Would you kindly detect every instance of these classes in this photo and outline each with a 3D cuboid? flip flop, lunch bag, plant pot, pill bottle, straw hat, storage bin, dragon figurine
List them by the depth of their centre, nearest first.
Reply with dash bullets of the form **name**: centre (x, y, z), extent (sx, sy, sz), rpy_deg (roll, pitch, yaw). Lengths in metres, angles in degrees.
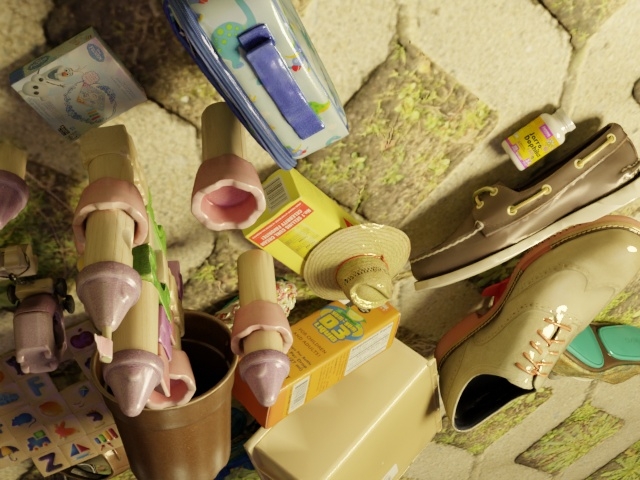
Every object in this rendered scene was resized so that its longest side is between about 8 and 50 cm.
- **lunch bag**: centre (-0.060, -0.174, 0.769), extent (0.090, 0.176, 0.219), rpy_deg (-29, 143, 6)
- **plant pot**: centre (-0.174, 0.195, 1.073), extent (0.167, 0.167, 0.165), rpy_deg (-12, 128, -15)
- **straw hat**: centre (0.053, 0.048, 1.085), extent (0.144, 0.061, 0.144), rpy_deg (-15, 141, -13)
- **pill bottle**: centre (0.264, -0.124, 1.104), extent (0.083, 0.043, 0.043), rpy_deg (-35, 141, 13)
- **flip flop**: centre (-0.318, 0.289, 1.250), extent (0.277, 0.080, 0.112), rpy_deg (20, 124, -41)
- **storage bin**: centre (0.047, 0.290, 1.323), extent (0.262, 0.123, 0.260), rpy_deg (-45, 148, -22)
- **dragon figurine**: centre (-0.137, 0.300, 1.325), extent (0.289, 0.085, 0.144), rpy_deg (-21, 148, -30)

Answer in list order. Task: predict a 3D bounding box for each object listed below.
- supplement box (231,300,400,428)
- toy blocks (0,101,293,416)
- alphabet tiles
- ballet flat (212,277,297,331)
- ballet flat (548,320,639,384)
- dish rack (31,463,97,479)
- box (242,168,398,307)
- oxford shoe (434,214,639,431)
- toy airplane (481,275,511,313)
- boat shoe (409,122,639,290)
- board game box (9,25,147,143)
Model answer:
- **supplement box**: centre (-0.004, 0.145, 1.187), extent (0.233, 0.078, 0.080), rpy_deg (-28, 145, -37)
- **toy blocks**: centre (-0.189, 0.069, 0.872), extent (0.309, 0.260, 0.288), rpy_deg (-9, 140, 0)
- **alphabet tiles**: centre (-0.359, 0.219, 1.154), extent (0.237, 0.009, 0.198), rpy_deg (-22, 122, -2)
- **ballet flat**: centre (-0.128, 0.136, 1.176), extent (0.241, 0.077, 0.091), rpy_deg (-29, 141, 6)
- **ballet flat**: centre (0.419, 0.182, 1.486), extent (0.348, 0.123, 0.123), rpy_deg (13, 129, -43)
- **dish rack**: centre (-0.457, 0.427, 1.350), extent (0.272, 0.074, 0.208), rpy_deg (-11, 139, -14)
- **box**: centre (0.000, 0.000, 1.098), extent (0.087, 0.058, 0.232), rpy_deg (-35, 140, 14)
- **oxford shoe**: centre (0.303, 0.126, 1.237), extent (0.140, 0.146, 0.397), rpy_deg (23, 130, -16)
- **toy airplane**: centre (0.265, 0.105, 1.382), extent (0.151, 0.028, 0.151), rpy_deg (-24, 145, -18)
- **boat shoe**: centre (0.252, -0.038, 1.157), extent (0.324, 0.096, 0.116), rpy_deg (-26, -178, 8)
- **board game box**: centre (-0.223, -0.142, 0.846), extent (0.090, 0.020, 0.090), rpy_deg (-27, 142, 7)
